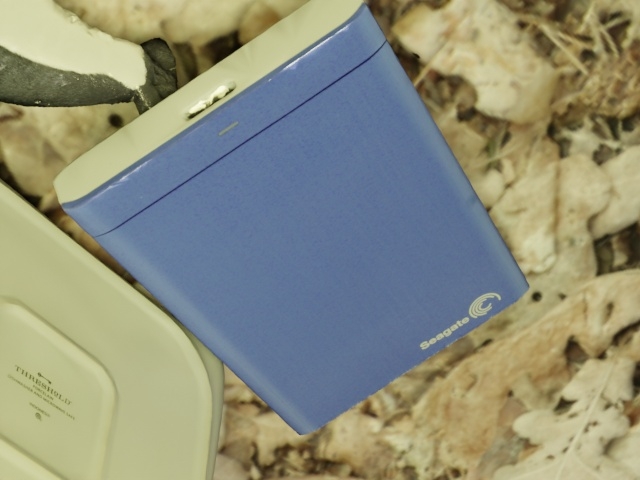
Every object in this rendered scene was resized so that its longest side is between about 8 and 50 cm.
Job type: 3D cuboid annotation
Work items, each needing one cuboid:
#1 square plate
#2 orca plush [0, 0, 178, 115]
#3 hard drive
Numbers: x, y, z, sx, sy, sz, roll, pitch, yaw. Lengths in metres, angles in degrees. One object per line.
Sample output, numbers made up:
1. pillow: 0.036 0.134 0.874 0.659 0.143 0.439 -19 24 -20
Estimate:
1. square plate: -0.172 0.101 0.720 0.049 0.344 0.347 -32 123 24
2. orca plush: -0.226 -0.145 0.738 0.287 0.102 0.151 13 70 -32
3. hard drive: 0.000 0.000 0.831 0.210 0.040 0.318 -33 138 4
